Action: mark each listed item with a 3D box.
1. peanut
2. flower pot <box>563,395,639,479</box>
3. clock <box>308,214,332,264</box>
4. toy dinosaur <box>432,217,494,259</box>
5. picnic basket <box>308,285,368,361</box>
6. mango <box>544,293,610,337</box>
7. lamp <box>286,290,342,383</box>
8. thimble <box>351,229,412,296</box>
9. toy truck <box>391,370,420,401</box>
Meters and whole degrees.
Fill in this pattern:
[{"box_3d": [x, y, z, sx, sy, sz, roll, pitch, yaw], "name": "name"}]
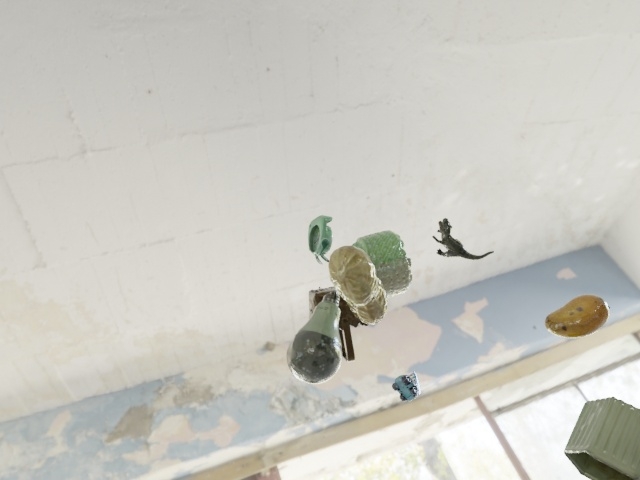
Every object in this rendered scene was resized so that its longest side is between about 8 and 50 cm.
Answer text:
[{"box_3d": [0.107, 0.128, 1.345, 0.120, 0.136, 0.298, -9, -37, 19], "name": "peanut"}, {"box_3d": [0.831, 0.577, 1.413, 0.189, 0.209, 0.239, -51, -8, -21], "name": "flower pot"}, {"box_3d": [0.000, 0.000, 1.455, 0.041, 0.135, 0.101, 7, -15, -25], "name": "clock"}, {"box_3d": [0.490, 0.012, 1.795, 0.187, 0.179, 0.087, 47, -111, -29], "name": "toy dinosaur"}, {"box_3d": [0.096, 0.351, 2.201, 0.291, 0.321, 0.254, -7, -3, -9], "name": "picnic basket"}, {"box_3d": [0.734, 0.220, 1.438, 0.178, 0.115, 0.090, -26, -59, -11], "name": "mango"}, {"box_3d": [0.000, 0.305, 1.638, 0.182, 0.182, 0.314, 31, -108, -49], "name": "lamp"}, {"box_3d": [0.188, 0.078, 1.585, 0.150, 0.219, 0.219, -16, -37, -10], "name": "thimble"}, {"box_3d": [0.248, 0.404, 1.418, 0.056, 0.073, 0.090, -41, -14, 27], "name": "toy truck"}]
